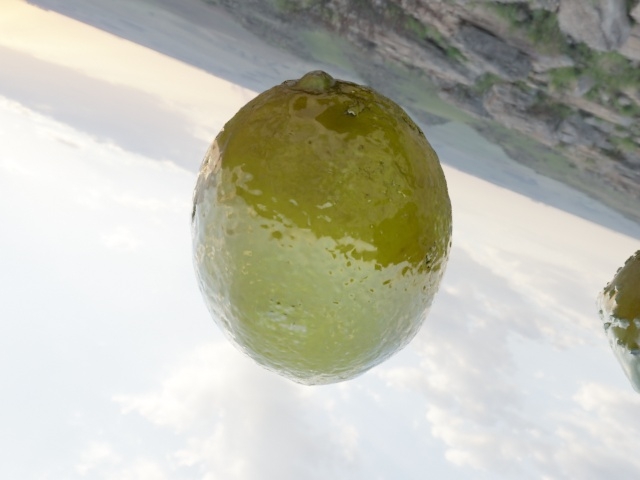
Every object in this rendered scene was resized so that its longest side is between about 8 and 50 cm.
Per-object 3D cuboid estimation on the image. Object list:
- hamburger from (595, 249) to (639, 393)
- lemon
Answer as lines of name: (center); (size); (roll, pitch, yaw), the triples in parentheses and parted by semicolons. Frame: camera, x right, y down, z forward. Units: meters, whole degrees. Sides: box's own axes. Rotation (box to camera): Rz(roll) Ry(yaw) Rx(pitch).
hamburger: (0.277, 0.032, 0.369); (0.122, 0.215, 0.189); (55, -161, -15)
lemon: (0.000, -0.004, 0.573); (0.236, 0.236, 0.263); (35, 159, 54)
